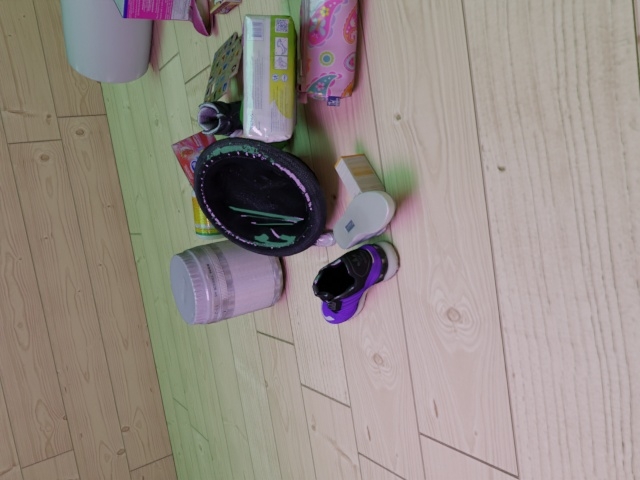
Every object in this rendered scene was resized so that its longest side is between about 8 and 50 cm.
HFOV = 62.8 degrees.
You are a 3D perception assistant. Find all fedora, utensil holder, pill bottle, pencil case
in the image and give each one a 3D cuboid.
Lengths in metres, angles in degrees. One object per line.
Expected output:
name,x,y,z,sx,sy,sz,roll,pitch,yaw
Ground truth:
fedora,-0.126,-0.121,1.247,0.335,0.152,0.333,11,125,17
utensil holder,-0.778,-0.825,1.927,0.327,0.328,0.385,58,145,28
pill bottle,-0.356,-0.115,1.706,0.118,0.118,0.208,20,117,53
pencil case,0.011,-0.415,1.028,0.124,0.124,0.283,30,124,49

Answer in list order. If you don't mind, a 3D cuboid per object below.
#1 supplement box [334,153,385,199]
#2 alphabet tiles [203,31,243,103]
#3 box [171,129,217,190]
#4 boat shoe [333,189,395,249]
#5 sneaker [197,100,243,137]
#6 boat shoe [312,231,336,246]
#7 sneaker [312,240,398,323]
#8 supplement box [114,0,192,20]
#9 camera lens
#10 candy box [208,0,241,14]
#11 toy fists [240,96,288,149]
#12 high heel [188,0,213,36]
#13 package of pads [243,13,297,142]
supplement box,0.080,-0.127,1.074,0.098,0.062,0.036,63,145,22
alphabet tiles,-0.271,-0.482,1.469,0.237,0.009,0.198,-9,68,57
box,-0.325,-0.186,1.566,0.256,0.128,0.122,59,168,15
boat shoe,0.100,-0.048,1.052,0.079,0.081,0.227,63,153,8
sneaker,-0.282,-0.343,1.475,0.269,0.153,0.101,5,104,57
boat shoe,0.000,0.000,1.268,0.100,0.035,0.035,-6,96,58
sneaker,0.037,0.101,1.142,0.102,0.146,0.293,62,144,24
supplement box,-0.513,-0.762,1.626,0.111,0.220,0.113,59,142,26
camera lens,-0.259,0.108,1.483,0.219,0.275,0.219,26,122,52
candy box,-0.271,-0.724,1.420,0.109,0.053,0.186,7,105,56
toy fists,-0.146,-0.238,1.361,0.142,0.096,0.279,54,143,44
high heel,-0.337,-0.717,1.501,0.117,0.082,0.244,48,136,32
package of pads,-0.100,-0.330,1.085,0.296,0.101,0.228,-91,3,-73
